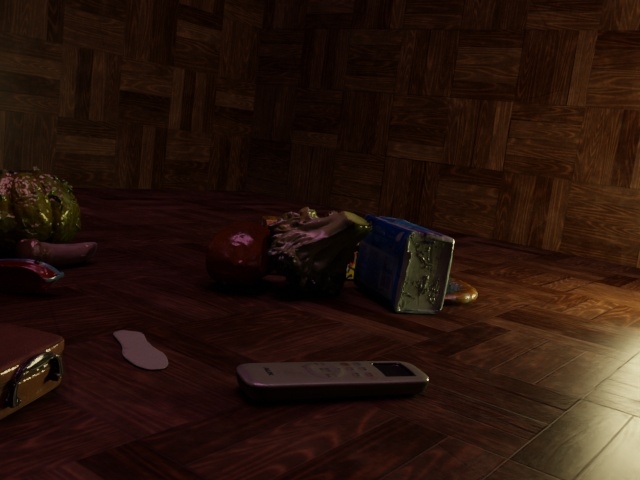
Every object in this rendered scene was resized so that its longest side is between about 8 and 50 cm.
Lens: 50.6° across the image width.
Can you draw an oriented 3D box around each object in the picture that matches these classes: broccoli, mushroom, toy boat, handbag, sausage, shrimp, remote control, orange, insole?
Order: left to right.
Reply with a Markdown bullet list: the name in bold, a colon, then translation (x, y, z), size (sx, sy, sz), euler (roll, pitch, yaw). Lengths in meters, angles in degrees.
- **handbag**: translation (-0.424, 0.167, 0.865), size (0.151, 0.072, 0.193), euler (9, 7, 13)
- **orange**: translation (-0.771, -0.077, 1.716), size (0.300, 0.223, 0.301), euler (6, 7, 30)
- **toy boat**: translation (-0.610, 0.069, 1.369), size (0.172, 0.069, 0.059), euler (2, 17, 0)
- **mushroom**: translation (-0.630, 0.028, 1.630), size (0.084, 0.071, 0.209), euler (4, 3, 33)
- **insole**: translation (-0.300, 0.178, 1.115), size (0.065, 0.004, 0.197), euler (2, 10, -31)
- **sausage**: translation (-0.193, 0.033, 1.669), size (0.140, 0.153, 0.268), euler (-3, 7, 7)
- **broccoli**: translation (0.000, 0.000, 1.662), size (0.248, 0.245, 0.288), euler (38, 21, -16)
- **remote control**: translation (0.023, 0.213, 1.036), size (0.309, 0.038, 0.090), euler (4, 9, -24)
- **shrimp**: translation (0.329, 0.139, 1.800), size (0.166, 0.049, 0.161), euler (-7, 16, -29)

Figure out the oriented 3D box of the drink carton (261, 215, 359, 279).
- **drink carton**: translation (0.006, 0.022, 1.907), size (0.351, 0.155, 0.111), euler (5, 9, -11)

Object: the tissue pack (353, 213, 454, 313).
- **tissue pack**: translation (0.203, 0.056, 1.703), size (0.146, 0.198, 0.263), euler (7, 8, -20)
